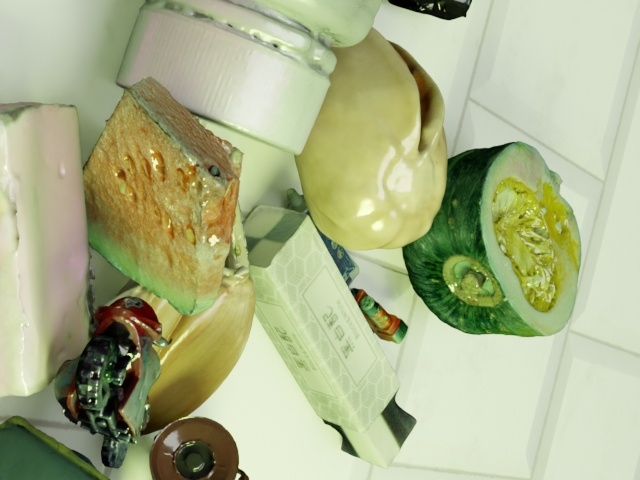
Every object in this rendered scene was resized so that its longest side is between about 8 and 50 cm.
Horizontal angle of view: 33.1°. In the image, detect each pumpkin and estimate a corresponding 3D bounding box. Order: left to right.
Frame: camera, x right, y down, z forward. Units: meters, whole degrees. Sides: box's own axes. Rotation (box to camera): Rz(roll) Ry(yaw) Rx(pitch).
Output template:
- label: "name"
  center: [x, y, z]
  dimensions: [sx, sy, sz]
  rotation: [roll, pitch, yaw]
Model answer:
- label: "pumpkin"
  center: [0.234, 0.003, 1.571]
  dimensions: [0.293, 0.196, 0.263]
  rotation: [59, 46, -29]

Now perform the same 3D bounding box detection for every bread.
- label: "bread"
  center: [-0.118, 0.008, 1.263]
  dimensions: [0.028, 0.068, 0.154]
  rotation: [-26, 118, -43]

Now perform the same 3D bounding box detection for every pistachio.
- label: "pistachio"
  center: [0.048, -0.135, 1.286]
  dimensions: [0.193, 0.214, 0.318]
  rotation: [21, 41, -41]

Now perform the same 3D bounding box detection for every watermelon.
- label: "watermelon"
  center: [-0.146, -0.062, 1.039]
  dimensions: [0.140, 0.193, 0.257]
  rotation: [-53, 172, -30]

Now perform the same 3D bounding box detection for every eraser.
- label: "eraser"
  center: [0.006, 0.135, 1.411]
  dimensions: [0.096, 0.098, 0.404]
  rotation: [-50, 131, -28]

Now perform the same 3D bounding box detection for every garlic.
- label: "garlic"
  center: [-0.174, 0.106, 1.196]
  dimensions: [0.228, 0.110, 0.217]
  rotation: [-43, 143, -10]

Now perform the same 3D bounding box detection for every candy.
- label: "candy"
  center: [-0.291, 0.004, 0.993]
  dimensions: [0.155, 0.115, 0.265]
  rotation: [-43, 134, -69]

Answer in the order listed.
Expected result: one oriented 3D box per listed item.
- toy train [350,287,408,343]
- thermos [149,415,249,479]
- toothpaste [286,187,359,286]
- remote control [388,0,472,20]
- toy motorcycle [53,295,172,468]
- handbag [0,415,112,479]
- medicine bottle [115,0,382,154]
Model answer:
- label: "toy train"
  center: [0.073, 0.105, 1.504]
  dimensions: [0.103, 0.064, 0.044]
  rotation: [49, 64, -43]
- label: "thermos"
  center: [-0.147, 0.267, 1.223]
  dimensions: [0.099, 0.124, 0.232]
  rotation: [-41, 169, -19]
- label: "toothpaste"
  center: [0.000, 0.000, 1.422]
  dimensions: [0.057, 0.034, 0.197]
  rotation: [-51, 135, -20]
- label: "remote control"
  center: [0.186, -0.505, 1.465]
  dimensions: [0.144, 0.062, 0.399]
  rotation: [9, 89, -27]
- label: "toy motorcycle"
  center: [-0.195, 0.132, 1.028]
  dimensions: [0.213, 0.082, 0.122]
  rotation: [96, 13, -58]
- label: "handbag"
  center: [-0.241, 0.336, 1.051]
  dimensions: [0.222, 0.263, 0.241]
  rotation: [-52, 131, -18]
- label: "medicine bottle"
  center: [-0.062, -0.275, 1.122]
  dimensions: [0.256, 0.256, 0.325]
  rotation: [20, 92, -49]
